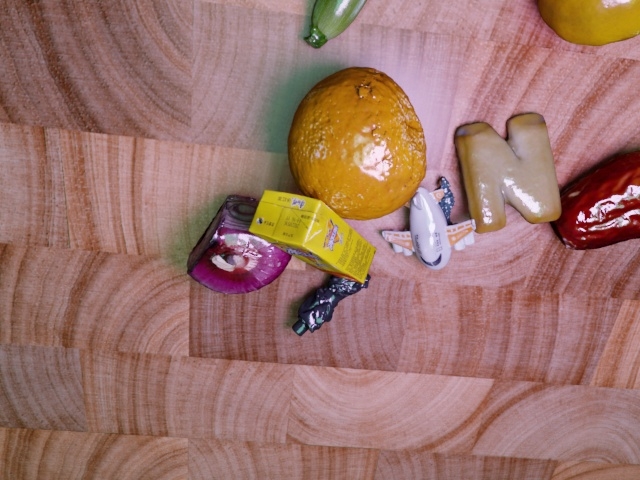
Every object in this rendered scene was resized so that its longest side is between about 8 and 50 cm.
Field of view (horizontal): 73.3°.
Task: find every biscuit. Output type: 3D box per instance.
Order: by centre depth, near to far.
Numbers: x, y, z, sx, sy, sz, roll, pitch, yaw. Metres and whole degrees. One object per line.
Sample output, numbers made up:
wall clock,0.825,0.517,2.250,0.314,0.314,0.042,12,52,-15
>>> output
biscuit,0.485,-0.174,1.111,0.237,0.062,0.290,-8,90,3

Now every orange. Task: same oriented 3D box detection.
orange,0.617,-0.554,0.914,0.235,0.279,0.279,12,114,-42
orange,0.078,-0.210,0.988,0.293,0.340,0.340,-17,113,32

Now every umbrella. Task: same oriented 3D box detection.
umbrella,0.024,0.168,1.235,0.272,0.122,0.110,-47,128,5

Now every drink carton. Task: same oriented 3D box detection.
drink carton,0.000,0.000,1.036,0.155,0.351,0.111,14,79,31

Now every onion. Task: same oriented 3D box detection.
onion,-0.197,0.028,1.119,0.230,0.272,0.256,26,138,-25

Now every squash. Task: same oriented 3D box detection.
squash,0.092,-0.607,0.951,0.107,0.107,0.395,34,106,-14

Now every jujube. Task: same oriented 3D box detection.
jujube,0.773,-0.097,1.120,0.318,0.223,0.223,-29,109,18

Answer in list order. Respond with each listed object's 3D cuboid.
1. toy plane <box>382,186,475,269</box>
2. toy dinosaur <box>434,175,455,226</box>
toy plane,0.286,-0.028,1.145,0.245,0.117,0.244,10,118,18
toy dinosaur,0.345,-0.105,1.178,0.049,0.055,0.154,-14,108,-1
